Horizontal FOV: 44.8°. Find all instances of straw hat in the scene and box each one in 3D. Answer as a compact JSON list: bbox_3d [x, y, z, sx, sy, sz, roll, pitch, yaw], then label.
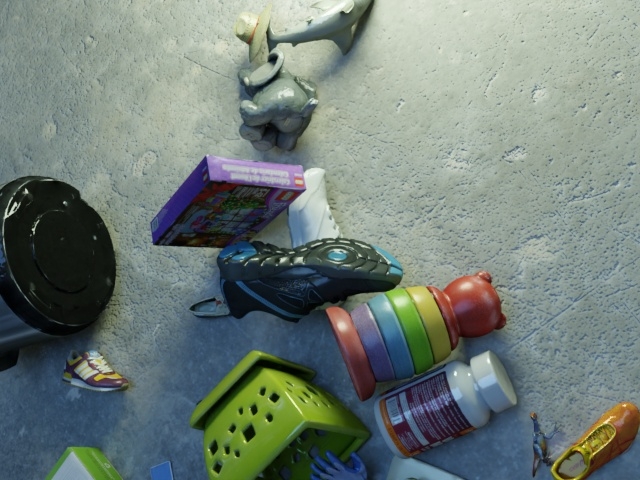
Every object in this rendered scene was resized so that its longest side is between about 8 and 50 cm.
[{"bbox_3d":[-0.161,-0.474,1.730,0.144,0.061,0.144,-162,90,-72],"label":"straw hat"}]

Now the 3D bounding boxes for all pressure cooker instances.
[{"bbox_3d":[-0.725,0.078,1.746,0.421,0.375,0.369,-15,50,24],"label":"pressure cooker"}]

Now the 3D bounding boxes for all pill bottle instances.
[{"bbox_3d":[0.213,0.279,1.328,0.221,0.121,0.121,-29,65,18],"label":"pill bottle"}]

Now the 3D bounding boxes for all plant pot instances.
[{"bbox_3d":[-0.088,0.340,1.416,0.227,0.228,0.207,-46,55,10],"label":"plant pot"}]

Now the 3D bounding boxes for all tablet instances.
[{"bbox_3d":[-0.327,0.507,1.616,0.054,0.006,0.083,-25,65,20],"label":"tablet"}]

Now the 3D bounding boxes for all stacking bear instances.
[{"bbox_3d":[0.174,0.148,1.347,0.289,0.164,0.175,-21,84,-3],"label":"stacking bear"}]

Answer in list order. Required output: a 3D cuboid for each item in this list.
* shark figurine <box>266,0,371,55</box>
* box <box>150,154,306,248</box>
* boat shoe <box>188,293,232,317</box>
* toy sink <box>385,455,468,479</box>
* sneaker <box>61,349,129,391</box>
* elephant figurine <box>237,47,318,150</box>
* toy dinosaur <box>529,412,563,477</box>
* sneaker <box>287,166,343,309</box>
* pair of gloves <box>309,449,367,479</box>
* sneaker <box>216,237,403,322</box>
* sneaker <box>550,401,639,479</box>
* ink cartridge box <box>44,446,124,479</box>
[{"bbox_3d":[0.005,-0.440,1.658,0.278,0.116,0.166,-23,33,12],"label":"shark figurine"},{"bbox_3d":[-0.187,-0.066,1.520,0.293,0.201,0.057,-38,57,50],"label":"box"},{"bbox_3d":[-0.213,0.136,1.639,0.137,0.043,0.049,-13,68,23],"label":"boat shoe"},{"bbox_3d":[0.138,0.492,1.302,0.153,0.131,0.234,16,83,30],"label":"toy sink"},{"bbox_3d":[-0.503,0.289,1.733,0.186,0.070,0.083,4,83,28],"label":"sneaker"},{"bbox_3d":[-0.097,-0.324,1.653,0.186,0.169,0.239,2,58,-1],"label":"elephant figurine"},{"bbox_3d":[0.358,0.331,1.286,0.090,0.047,0.082,-45,42,22],"label":"toy dinosaur"},{"bbox_3d":[0.000,0.000,1.544,0.129,0.111,0.297,0,83,16],"label":"sneaker"},{"bbox_3d":[0.015,0.457,1.377,0.198,0.159,0.023,-46,25,11],"label":"pair of gloves"},{"bbox_3d":[-0.018,0.077,1.444,0.341,0.125,0.139,1,114,6],"label":"sneaker"},{"bbox_3d":[0.439,0.327,1.227,0.175,0.067,0.064,-49,58,6],"label":"sneaker"},{"bbox_3d":[-0.482,0.588,1.624,0.255,0.097,0.188,39,95,29],"label":"ink cartridge box"}]
